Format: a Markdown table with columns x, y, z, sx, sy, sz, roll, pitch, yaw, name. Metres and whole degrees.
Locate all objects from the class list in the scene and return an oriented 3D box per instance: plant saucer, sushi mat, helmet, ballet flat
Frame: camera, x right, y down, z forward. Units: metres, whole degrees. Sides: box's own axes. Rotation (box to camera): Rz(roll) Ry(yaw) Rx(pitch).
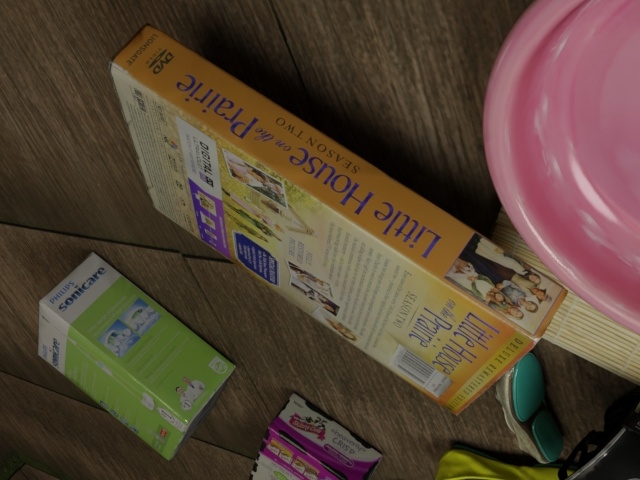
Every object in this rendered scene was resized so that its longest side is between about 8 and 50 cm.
| x | y | z | sx | sy | sz | roll | pitch | yaw | name |
| --- | --- | --- | --- | --- | --- | --- | --- | --- | --- |
| 0.270 | -0.056 | 0.534 | 0.332 | 0.084 | 0.332 | 26 | 144 | 21 | plant saucer |
| 0.282 | 0.076 | 0.729 | 0.316 | 0.019 | 0.151 | 27 | 145 | 19 | sushi mat |
| 0.307 | 0.235 | 0.760 | 0.161 | 0.169 | 0.169 | 44 | 147 | 12 | helmet |
| 0.207 | 0.172 | 0.878 | 0.052 | 0.057 | 0.168 | 16 | 139 | 47 | ballet flat |
| 0.229 | 0.296 | 0.973 | 0.231 | 0.077 | 0.077 | 2 | 129 | 43 | ballet flat |

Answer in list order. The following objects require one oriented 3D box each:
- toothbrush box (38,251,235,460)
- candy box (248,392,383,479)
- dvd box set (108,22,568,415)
| x | y | z | sx | sy | sz | roll | pitch | yaw | name |
| --- | --- | --- | --- | --- | --- | --- | --- | --- | --- |
| -0.293 | 0.185 | 1.310 | 0.283 | 0.122 | 0.206 | 36 | 146 | 5 | toothbrush box |
| -0.013 | 0.341 | 1.262 | 0.159 | 0.071 | 0.233 | 33 | 145 | 10 | candy box |
| 0.000 | 0.000 | 0.813 | 0.420 | 0.062 | 0.308 | 33 | 161 | 11 | dvd box set |
